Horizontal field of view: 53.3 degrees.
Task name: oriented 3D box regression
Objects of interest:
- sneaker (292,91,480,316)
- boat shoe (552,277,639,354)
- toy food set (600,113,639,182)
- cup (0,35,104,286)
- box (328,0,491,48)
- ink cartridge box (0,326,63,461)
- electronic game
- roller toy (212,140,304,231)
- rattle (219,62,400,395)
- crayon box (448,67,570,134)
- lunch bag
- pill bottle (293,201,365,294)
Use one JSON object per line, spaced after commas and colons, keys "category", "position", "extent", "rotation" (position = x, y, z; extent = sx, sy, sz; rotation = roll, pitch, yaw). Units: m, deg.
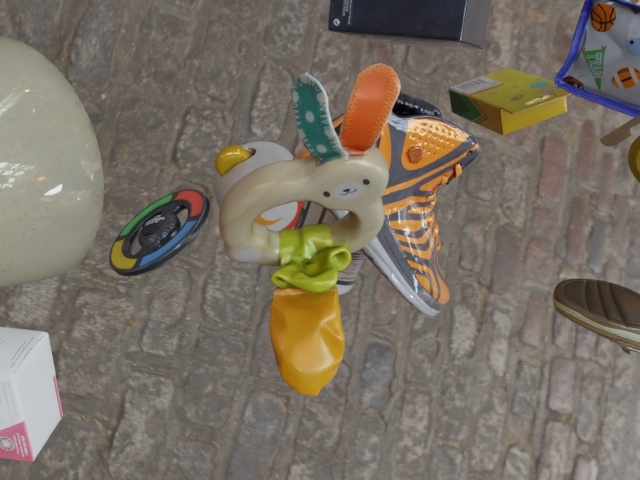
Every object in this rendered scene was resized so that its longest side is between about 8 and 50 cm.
{"category": "sneaker", "position": [0.121, -0.041, 0.751], "extent": [0.180, 0.124, 0.321], "rotation": [-40, 134, 1]}
{"category": "boat shoe", "position": [0.360, 0.104, 0.738], "extent": [0.068, 0.190, 0.072], "rotation": [-56, 158, -38]}
{"category": "toy food set", "position": [0.616, -0.143, 1.108], "extent": [0.071, 0.128, 0.218], "rotation": [-36, 79, -27]}
{"category": "cup", "position": [-0.470, -0.073, 0.765], "extent": [0.237, 0.331, 0.331], "rotation": [-32, 105, -59]}
{"category": "box", "position": [0.209, -0.528, 1.413], "extent": [0.296, 0.294, 0.182], "rotation": [-28, 126, -63]}
{"category": "ink cartridge box", "position": [-0.468, 0.191, 0.828], "extent": [0.218, 0.092, 0.158], "rotation": [7, 120, 4]}
{"category": "electronic game", "position": [-0.317, -0.019, 1.254], "extent": [0.229, 0.229, 0.048], "rotation": [-50, 127, -22]}
{"category": "roller toy", "position": [-0.126, -0.104, 1.336], "extent": [0.210, 0.146, 0.191], "rotation": [-1, 130, -25]}
{"category": "rattle", "position": [0.000, 0.000, 0.432], "extent": [0.130, 0.200, 0.142], "rotation": [23, 54, -17]}
{"category": "crayon box", "position": [0.514, -0.376, 1.728], "extent": [0.202, 0.318, 0.081], "rotation": [-20, 119, -10]}
{"category": "lunch bag", "position": [0.700, -0.350, 1.165], "extent": [0.328, 0.385, 0.238], "rotation": [-34, 145, -34]}
{"category": "pill bottle", "position": [0.007, 0.017, 0.903], "extent": [0.108, 0.108, 0.180], "rotation": [14, 104, -28]}
